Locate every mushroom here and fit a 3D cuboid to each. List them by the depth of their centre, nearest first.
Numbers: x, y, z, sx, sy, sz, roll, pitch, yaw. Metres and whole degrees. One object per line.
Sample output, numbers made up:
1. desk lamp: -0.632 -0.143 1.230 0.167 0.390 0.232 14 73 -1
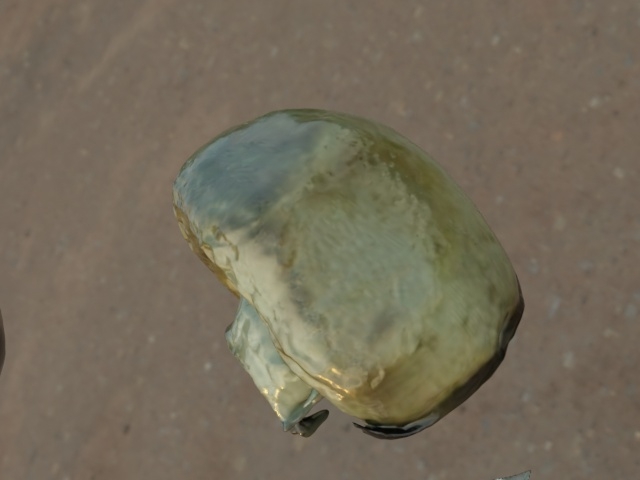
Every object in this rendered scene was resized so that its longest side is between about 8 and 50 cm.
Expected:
1. mushroom: 0.008 -0.003 1.029 0.190 0.164 0.267 -30 33 1

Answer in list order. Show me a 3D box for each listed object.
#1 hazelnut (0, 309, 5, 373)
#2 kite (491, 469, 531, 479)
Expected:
1. hazelnut: -0.321 0.059 1.041 0.251 0.217 0.217 -56 25 32
2. kite: -0.030 0.144 0.349 0.229 0.016 0.127 -49 -2 -31
